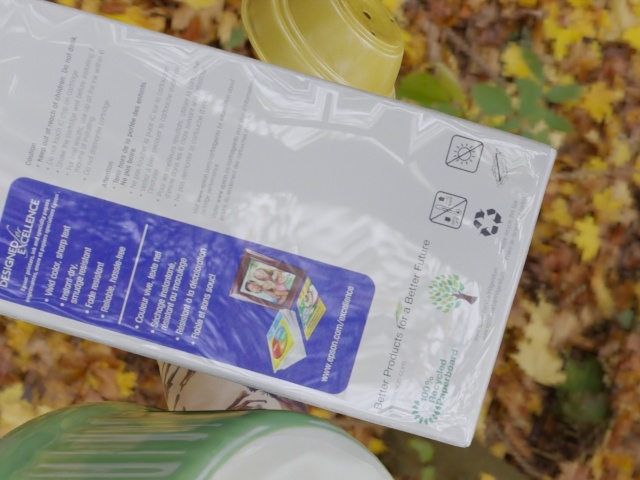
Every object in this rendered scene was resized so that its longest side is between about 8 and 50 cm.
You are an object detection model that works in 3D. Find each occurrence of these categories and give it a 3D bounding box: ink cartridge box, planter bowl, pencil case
[{"bbox_3d":[-0.059,-0.016,0.657,0.065,0.332,0.165,-93,-160,-87],"label":"ink cartridge box"},{"bbox_3d":[0.025,-0.219,1.346,0.090,0.217,0.217,-40,154,28],"label":"planter bowl"},{"bbox_3d":[-0.114,0.180,1.483,0.160,0.410,0.183,17,119,-30],"label":"pencil case"}]

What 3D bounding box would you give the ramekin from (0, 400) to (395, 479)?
[{"bbox_3d":[-0.059,0.229,0.642,0.303,0.148,0.303,21,64,-51],"label":"ramekin"}]
